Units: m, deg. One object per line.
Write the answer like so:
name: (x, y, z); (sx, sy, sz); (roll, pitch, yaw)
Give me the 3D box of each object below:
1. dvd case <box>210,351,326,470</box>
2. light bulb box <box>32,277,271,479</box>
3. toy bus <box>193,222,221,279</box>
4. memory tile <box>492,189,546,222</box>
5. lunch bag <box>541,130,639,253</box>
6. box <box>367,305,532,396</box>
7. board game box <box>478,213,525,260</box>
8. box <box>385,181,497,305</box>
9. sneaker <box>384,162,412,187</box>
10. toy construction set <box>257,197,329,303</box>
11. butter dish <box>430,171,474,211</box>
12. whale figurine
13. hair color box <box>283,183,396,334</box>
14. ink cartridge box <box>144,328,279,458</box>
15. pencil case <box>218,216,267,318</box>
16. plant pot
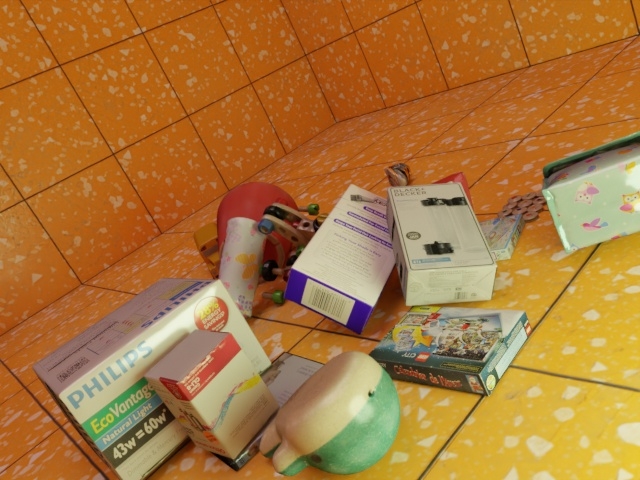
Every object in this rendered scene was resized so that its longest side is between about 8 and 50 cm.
dvd case: (-0.108, 0.309, 1.040); (0.253, 0.022, 0.180); (-38, 21, -29)
light bulb box: (-0.362, 0.263, 1.160); (0.358, 0.225, 0.361); (-38, 18, -29)
toy bus: (-0.377, 0.034, 1.985); (0.108, 0.130, 0.333); (-30, 18, -9)
memory tile: (0.480, -0.079, 1.308); (0.113, 0.012, 0.148); (-8, 26, 44)
lunch bag: (0.551, -0.103, 1.054); (0.223, 0.160, 0.262); (-21, 8, 27)
box: (0.211, 0.176, 0.928); (0.233, 0.044, 0.159); (-4, 28, 49)
board game box: (0.381, -0.003, 1.213); (0.103, 0.026, 0.154); (-11, 24, 38)
box: (0.232, -0.003, 1.118); (0.169, 0.087, 0.290); (-3, 37, 2)
sneaker: (0.275, -0.227, 1.889); (0.083, 0.084, 0.215); (-20, 18, 4)
toy construction set: (0.000, 0.000, 1.497); (0.237, 0.257, 0.309); (3, 22, 25)
butter dish: (0.310, -0.059, 1.339); (0.160, 0.118, 0.160); (-24, 56, 31)
whale figurine: (0.013, 0.281, 0.833); (0.272, 0.141, 0.216); (-43, 1, 45)
hair color box: (0.077, 0.029, 1.228); (0.185, 0.110, 0.339); (26, 45, 9)
ink cartridge box: (-0.186, 0.263, 0.956); (0.128, 0.176, 0.127); (-8, 29, 47)
pencil case: (-0.218, 0.073, 1.472); (0.124, 0.114, 0.273); (-18, 59, 55)
plant pot: (-0.203, -0.012, 1.713); (0.275, 0.275, 0.243); (-23, 29, 12)
